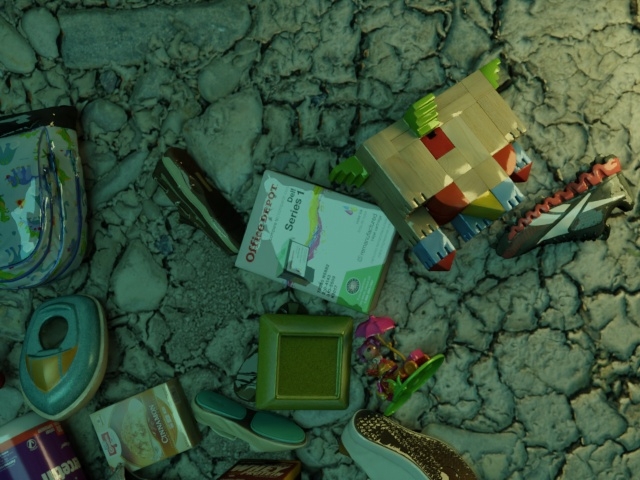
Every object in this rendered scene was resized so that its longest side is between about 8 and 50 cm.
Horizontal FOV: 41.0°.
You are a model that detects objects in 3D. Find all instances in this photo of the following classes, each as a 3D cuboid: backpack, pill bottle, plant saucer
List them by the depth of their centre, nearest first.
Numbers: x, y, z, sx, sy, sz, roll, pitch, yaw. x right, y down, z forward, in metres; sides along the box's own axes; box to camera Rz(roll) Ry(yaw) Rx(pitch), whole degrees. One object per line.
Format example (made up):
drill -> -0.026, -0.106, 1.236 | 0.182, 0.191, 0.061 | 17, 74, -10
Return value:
plant saucer -> -0.026, 0.239, 1.654 | 0.188, 0.045, 0.188 | 3, 91, -12
backpack -> -0.613, -0.075, 1.733 | 0.289, 0.273, 0.356 | -9, 101, 6
pill bottle -> -0.564, 0.518, 1.743 | 0.181, 0.181, 0.323 | -29, 85, 11

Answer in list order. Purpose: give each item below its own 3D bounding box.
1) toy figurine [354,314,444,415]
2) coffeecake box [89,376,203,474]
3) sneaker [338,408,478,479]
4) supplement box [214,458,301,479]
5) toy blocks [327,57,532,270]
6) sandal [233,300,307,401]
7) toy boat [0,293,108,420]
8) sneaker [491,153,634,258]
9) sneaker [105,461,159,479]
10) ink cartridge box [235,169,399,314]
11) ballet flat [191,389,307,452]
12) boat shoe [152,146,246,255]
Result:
toy figurine -> 0.126, 0.224, 1.643 | 0.159, 0.130, 0.173 | 47, 124, 22
coffeecake box -> -0.357, 0.383, 1.754 | 0.185, 0.068, 0.142 | -24, 86, 12
sneaker -> 0.168, 0.434, 1.641 | 0.290, 0.106, 0.123 | 32, 131, 3
supplement box -> -0.118, 0.538, 1.640 | 0.129, 0.191, 0.194 | -2, 90, 12
toy blocks -> 0.245, -0.121, 1.533 | 0.381, 0.191, 0.261 | -34, 82, -22
sandal -> -0.094, 0.223, 1.704 | 0.089, 0.060, 0.219 | 25, 81, 4
toy boat -> -0.585, 0.240, 1.726 | 0.318, 0.148, 0.268 | -14, 59, 11
sneaker -> 0.448, -0.034, 1.558 | 0.276, 0.097, 0.135 | -35, 81, 9
sneaker -> -0.309, 0.539, 1.700 | 0.281, 0.105, 0.115 | 25, 98, -8
ink cartridge box -> 0.000, 0.000, 1.646 | 0.278, 0.117, 0.202 | 19, 95, 11
ballet flat -> -0.146, 0.374, 1.711 | 0.248, 0.086, 0.086 | 22, 95, 13
boat shoe -> -0.246, -0.063, 1.723 | 0.095, 0.095, 0.257 | -42, 76, 24
